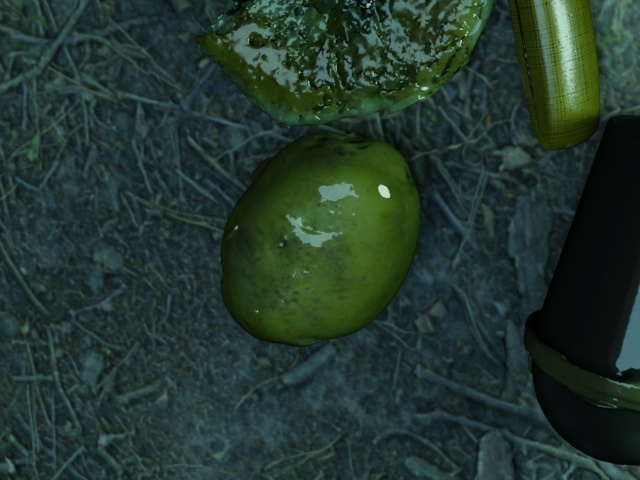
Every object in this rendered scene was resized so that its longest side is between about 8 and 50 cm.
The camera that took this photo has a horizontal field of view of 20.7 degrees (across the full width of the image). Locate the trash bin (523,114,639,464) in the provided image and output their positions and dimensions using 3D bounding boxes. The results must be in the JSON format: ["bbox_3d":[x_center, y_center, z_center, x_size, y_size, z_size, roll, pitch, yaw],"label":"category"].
[{"bbox_3d":[0.316,0.063,1.686,0.214,0.214,0.333,18,108,8],"label":"trash bin"}]

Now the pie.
[{"bbox_3d":[0.033,-0.276,1.715,0.297,0.078,0.371,16,111,7],"label":"pie"}]

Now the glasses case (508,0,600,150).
[{"bbox_3d":[0.225,-0.203,1.686,0.064,0.079,0.234,13,120,54],"label":"glasses case"}]

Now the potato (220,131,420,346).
[{"bbox_3d":[-0.002,-0.001,1.777,0.197,0.148,0.228,0,116,-8],"label":"potato"}]
